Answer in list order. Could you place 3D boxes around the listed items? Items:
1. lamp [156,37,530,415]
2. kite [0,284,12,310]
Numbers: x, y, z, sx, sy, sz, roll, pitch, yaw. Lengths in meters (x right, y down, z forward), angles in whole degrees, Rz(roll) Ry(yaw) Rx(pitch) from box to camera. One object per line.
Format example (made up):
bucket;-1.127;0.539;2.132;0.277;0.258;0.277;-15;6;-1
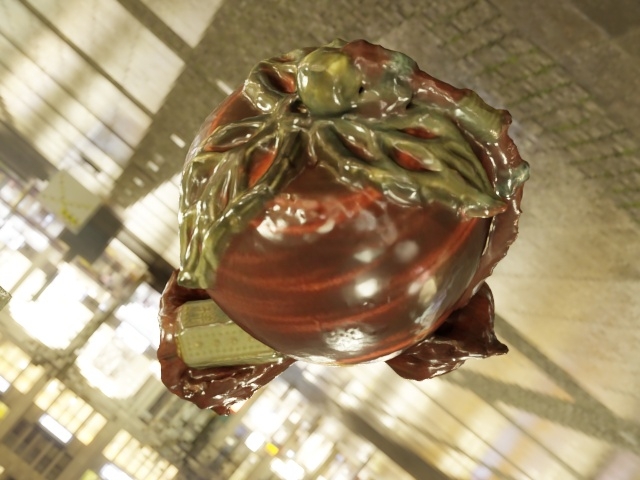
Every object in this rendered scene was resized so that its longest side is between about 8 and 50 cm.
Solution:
lamp;-0.003;0.005;0.563;0.215;0.151;0.223;-4;119;15
kite;-0.335;0.112;0.901;0.127;0.229;0.016;4;146;43
